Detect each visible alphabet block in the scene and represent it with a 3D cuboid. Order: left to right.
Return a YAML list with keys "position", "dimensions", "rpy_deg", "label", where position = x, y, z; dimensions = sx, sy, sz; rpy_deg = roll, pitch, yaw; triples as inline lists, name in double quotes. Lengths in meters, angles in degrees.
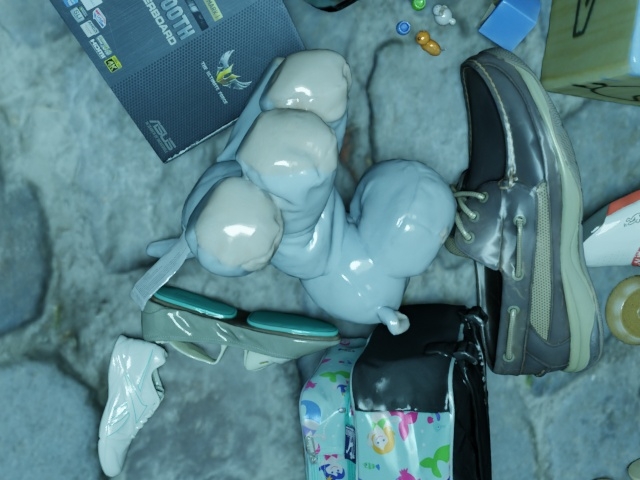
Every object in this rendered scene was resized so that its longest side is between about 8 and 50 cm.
- position: [0.353, -0.236, 0.732]
  dimensions: [0.192, 0.197, 0.194]
  rpy_deg: [9, 95, -6]
  label: "alphabet block"

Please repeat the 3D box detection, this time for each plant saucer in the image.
- position: [0.371, 0.082, 0.863]
  dimensions: [0.083, 0.015, 0.084]
  rpy_deg: [-1, 96, -6]
  label: "plant saucer"

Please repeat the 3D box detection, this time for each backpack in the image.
- position: [0.086, 0.211, 0.746]
  dimensions: [0.190, 0.225, 0.254]
  rpy_deg: [-8, 103, 17]
  label: "backpack"

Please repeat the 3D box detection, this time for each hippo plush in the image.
- position: [0.000, 0.000, 0.686]
  dimensions: [0.236, 0.234, 0.294]
  rpy_deg: [32, 107, -16]
  label: "hippo plush"

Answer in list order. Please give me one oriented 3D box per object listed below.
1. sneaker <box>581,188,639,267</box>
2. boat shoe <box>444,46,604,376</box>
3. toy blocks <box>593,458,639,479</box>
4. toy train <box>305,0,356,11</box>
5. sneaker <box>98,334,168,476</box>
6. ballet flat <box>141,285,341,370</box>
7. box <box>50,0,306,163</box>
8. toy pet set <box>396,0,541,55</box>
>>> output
- position: [0.410, 0.008, 0.790]
  dimensions: [0.269, 0.090, 0.145]
  rpy_deg: [-18, 58, -6]
  label: "sneaker"
- position: [0.191, -0.017, 0.774]
  dimensions: [0.130, 0.132, 0.356]
  rpy_deg: [-16, 97, -4]
  label: "boat shoe"
- position: [0.378, 0.343, 0.875]
  dimensions: [0.123, 0.054, 0.148]
  rpy_deg: [-23, 99, -4]
  label: "toy blocks"
- position: [0.045, -0.279, 0.638]
  dimensions: [0.190, 0.334, 0.142]
  rpy_deg: [-27, 101, 12]
  label: "toy train"
- position: [-0.200, 0.179, 0.793]
  dimensions: [0.061, 0.053, 0.152]
  rpy_deg: [10, 95, -10]
  label: "sneaker"
- position: [-0.085, 0.100, 0.781]
  dimensions: [0.213, 0.072, 0.068]
  rpy_deg: [12, 101, 7]
  label: "ballet flat"
- position: [-0.133, -0.213, 0.702]
  dimensions: [0.183, 0.059, 0.233]
  rpy_deg: [-31, 128, -3]
  label: "box"
- position: [0.162, -0.244, 0.776]
  dimensions: [0.114, 0.065, 0.122]
  rpy_deg: [32, 93, -9]
  label: "toy pet set"
